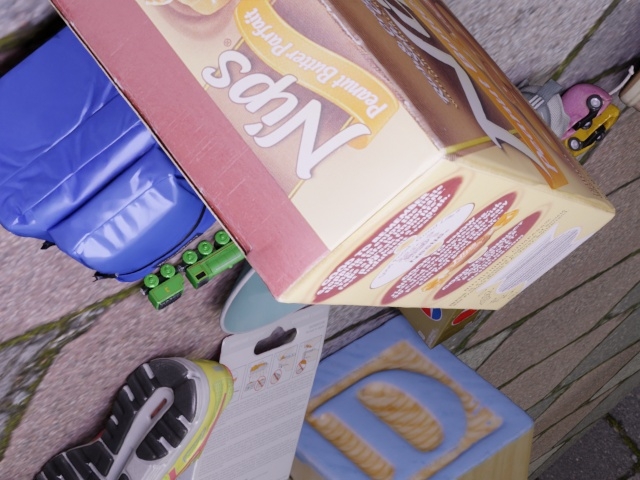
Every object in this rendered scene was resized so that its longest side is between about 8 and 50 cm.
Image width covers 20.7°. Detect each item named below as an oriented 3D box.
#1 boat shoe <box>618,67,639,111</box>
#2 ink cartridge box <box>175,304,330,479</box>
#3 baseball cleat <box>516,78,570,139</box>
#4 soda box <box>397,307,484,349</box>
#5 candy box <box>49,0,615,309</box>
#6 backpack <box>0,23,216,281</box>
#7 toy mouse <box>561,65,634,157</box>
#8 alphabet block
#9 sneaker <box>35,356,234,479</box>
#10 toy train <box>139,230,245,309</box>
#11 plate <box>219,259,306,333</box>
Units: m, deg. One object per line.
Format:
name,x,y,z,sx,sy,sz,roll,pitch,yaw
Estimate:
boat shoe,0.357,-0.138,1.500,0.109,0.098,0.302,-47,163,31
ink cartridge box,-0.066,0.134,1.430,0.145,0.045,0.179,-18,126,-51
baseball cleat,0.129,-0.045,1.311,0.109,0.072,0.206,-36,170,-33
soda box,0.123,0.027,1.536,0.061,0.058,0.181,-31,163,-23
candy box,0.014,-0.064,0.763,0.087,0.183,0.316,-42,165,13
backpack,-0.094,-0.032,0.777,0.098,0.101,0.120,-32,169,7
toy mouse,0.185,-0.083,1.398,0.143,0.031,0.161,-26,161,-38
alphabet block,0.065,0.226,1.632,0.193,0.192,0.197,-28,140,-28
sneaker,-0.133,0.163,1.313,0.208,0.081,0.094,-46,165,26
toy train,-0.076,0.016,1.109,0.083,0.023,0.017,-31,164,-21
plate,0.000,0.000,1.238,0.188,0.024,0.188,-36,166,-11
